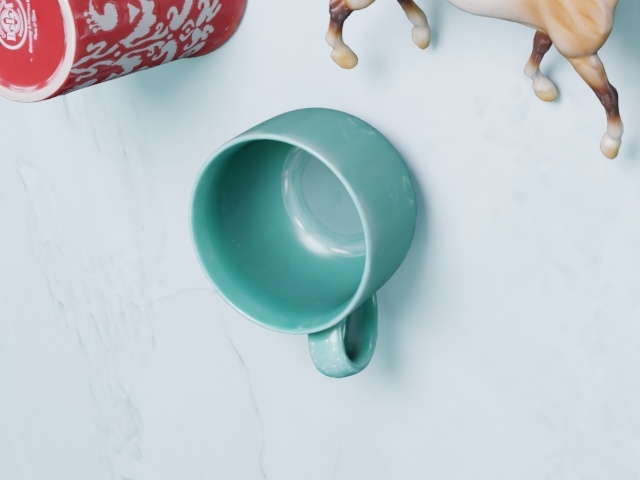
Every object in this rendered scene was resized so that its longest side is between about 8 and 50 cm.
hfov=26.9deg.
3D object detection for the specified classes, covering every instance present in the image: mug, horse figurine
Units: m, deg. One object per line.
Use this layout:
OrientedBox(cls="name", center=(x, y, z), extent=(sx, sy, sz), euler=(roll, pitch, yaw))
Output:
OrientedBox(cls="mug", center=(-0.145, -0.165, 0.826), extent=(0.113, 0.169, 0.150), euler=(-24, 97, 35))
OrientedBox(cls="mug", center=(-0.007, -0.007, 0.856), extent=(0.129, 0.097, 0.158), euler=(23, 120, 19))
OrientedBox(cls="horse figurine", center=(0.085, -0.141, 0.728), extent=(0.263, 0.066, 0.174), euler=(23, 152, 16))
